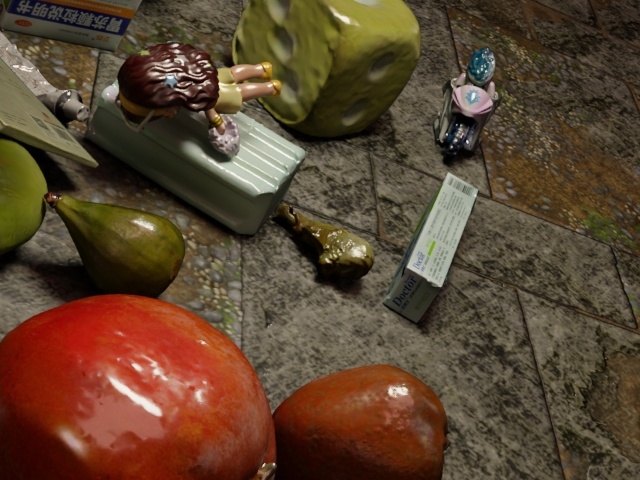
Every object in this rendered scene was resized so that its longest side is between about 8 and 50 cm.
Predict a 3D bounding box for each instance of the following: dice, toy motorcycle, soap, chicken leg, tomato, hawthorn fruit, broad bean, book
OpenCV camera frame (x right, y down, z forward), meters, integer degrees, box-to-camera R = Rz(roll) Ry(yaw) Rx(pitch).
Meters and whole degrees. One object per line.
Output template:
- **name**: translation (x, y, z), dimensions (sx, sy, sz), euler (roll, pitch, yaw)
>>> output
- **dice**: translation (0.011, -0.332, 2.222), dimensions (0.227, 0.233, 0.238), euler (-11, 52, -48)
- **toy motorcycle**: translation (0.284, -0.269, 2.388), dimensions (0.108, 0.204, 0.239), euler (12, 32, -9)
- **soap**: translation (-0.183, -0.139, 1.929), dimensions (0.289, 0.095, 0.173), euler (32, 33, 2)
- **chicken leg**: translation (0.000, 0.000, 1.925), dimensions (0.178, 0.070, 0.093), euler (38, 38, 24)
- **tomato**: translation (-0.197, 0.217, 1.274), dimensions (0.290, 0.293, 0.325), euler (26, 35, 19)
- **hawthorn fruit**: translation (0.026, 0.237, 1.525), dimensions (0.251, 0.199, 0.199), euler (2, 36, 0)
- **broad bean**: translation (-0.465, -0.066, 1.576), dimensions (0.238, 0.119, 0.291), euler (45, 34, 20)
- **book**: translation (-0.439, -0.207, 1.749), dimensions (0.283, 0.025, 0.215), euler (44, 10, 27)

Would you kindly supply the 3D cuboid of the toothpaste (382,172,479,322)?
- **toothpaste**: translation (0.179, 0.003, 2.043), dimensions (0.067, 0.081, 0.336), euler (30, 32, 0)

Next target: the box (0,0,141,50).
- **box**: translation (-0.359, -0.447, 2.005), dimensions (0.200, 0.299, 0.106), euler (7, 48, -33)

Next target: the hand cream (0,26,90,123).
- **hand cream**: translation (-0.427, -0.242, 1.914), dimensions (0.257, 0.050, 0.084), euler (37, 31, 25)

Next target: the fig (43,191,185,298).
- **fig**: translation (-0.264, 0.013, 1.639), dimensions (0.185, 0.126, 0.133), euler (11, 15, -6)

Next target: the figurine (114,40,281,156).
- **figurine**: translation (-0.174, -0.214, 1.842), dimensions (0.240, 0.116, 0.174), euler (0, 45, -37)
